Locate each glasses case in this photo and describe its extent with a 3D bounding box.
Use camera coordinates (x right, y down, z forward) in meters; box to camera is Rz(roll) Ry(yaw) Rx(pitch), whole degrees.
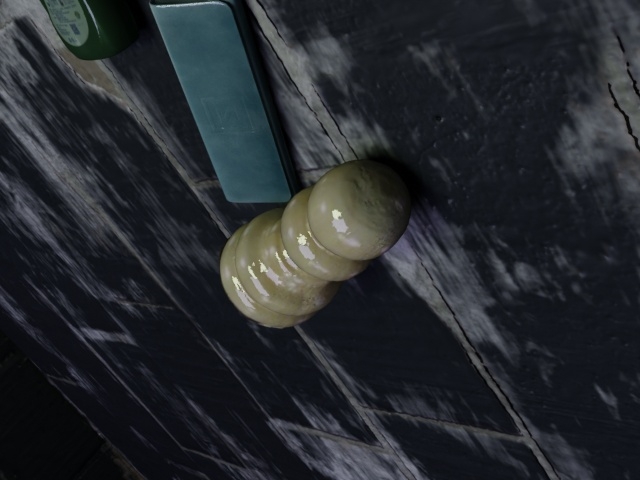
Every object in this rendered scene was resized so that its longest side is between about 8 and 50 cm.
[{"bbox_3d":[-0.102,-0.147,0.908,0.105,0.056,0.266,22,146,33],"label":"glasses case"}]

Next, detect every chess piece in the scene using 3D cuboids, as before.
[{"bbox_3d":[0.000,0.000,0.915,0.143,0.143,0.261,45,147,-7],"label":"chess piece"}]

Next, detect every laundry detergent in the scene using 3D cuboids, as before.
[{"bbox_3d":[-0.289,-0.298,0.917,0.137,0.063,0.211,14,142,50],"label":"laundry detergent"}]
